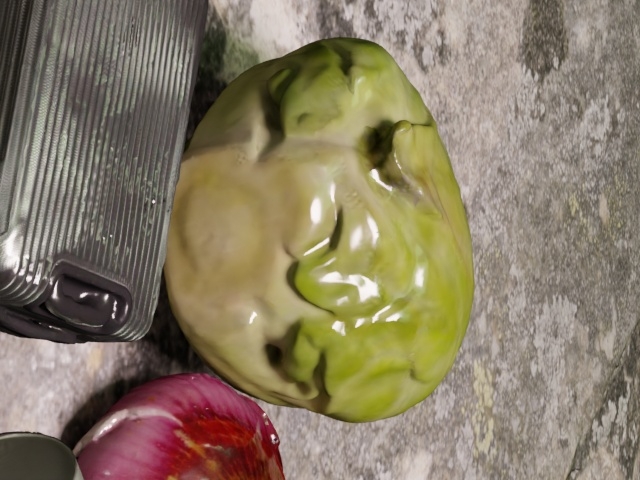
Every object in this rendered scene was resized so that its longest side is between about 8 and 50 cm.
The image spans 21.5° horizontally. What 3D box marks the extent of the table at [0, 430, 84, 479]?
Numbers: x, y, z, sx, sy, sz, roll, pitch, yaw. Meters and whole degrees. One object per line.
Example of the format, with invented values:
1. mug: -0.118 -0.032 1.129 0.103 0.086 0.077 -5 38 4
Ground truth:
1. table: -0.185 0.249 1.099 0.126 0.126 0.220 -53 136 -50

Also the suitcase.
1. suitcase: -0.180 -0.091 1.099 0.202 0.128 0.312 29 64 -60

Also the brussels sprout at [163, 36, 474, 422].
1. brussels sprout: 0.000 0.000 1.344 0.328 0.247 0.328 52 28 -44

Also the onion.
1. onion: -0.088 0.213 1.251 0.230 0.163 0.230 6 82 -50
